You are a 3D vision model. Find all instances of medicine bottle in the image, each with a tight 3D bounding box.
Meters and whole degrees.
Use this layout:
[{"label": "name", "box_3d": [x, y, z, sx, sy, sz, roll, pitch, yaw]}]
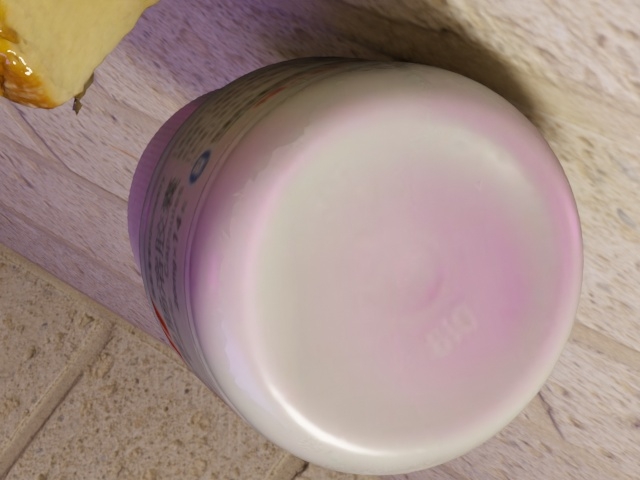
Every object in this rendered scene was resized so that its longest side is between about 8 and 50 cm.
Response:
[{"label": "medicine bottle", "box_3d": [0.000, 0.000, 0.944, 0.256, 0.256, 0.325, 44, 173, -22]}]

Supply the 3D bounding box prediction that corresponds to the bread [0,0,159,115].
[{"label": "bread", "box_3d": [-0.231, -0.257, 0.797, 0.279, 0.207, 0.279, 32, 165, 21]}]
